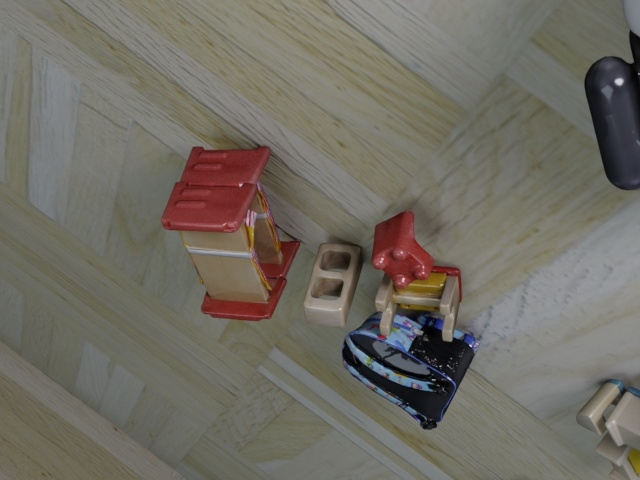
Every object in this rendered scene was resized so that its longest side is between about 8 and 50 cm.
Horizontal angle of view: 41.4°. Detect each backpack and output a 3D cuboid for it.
[{"bbox_3d":[0.123,0.169,1.224,0.173,0.117,0.158,27,147,14],"label":"backpack"}]

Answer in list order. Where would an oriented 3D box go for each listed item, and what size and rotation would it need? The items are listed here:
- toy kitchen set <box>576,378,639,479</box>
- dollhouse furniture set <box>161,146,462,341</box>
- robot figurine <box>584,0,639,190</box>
[{"bbox_3d":[0.452,0.254,1.057,0.166,0.122,0.207,55,164,-28],"label":"toy kitchen set"},{"bbox_3d":[0.000,0.000,1.138,0.374,0.152,0.201,4,138,16],"label":"dollhouse furniture set"},{"bbox_3d":[0.322,-0.120,0.608,0.173,0.209,0.278,18,146,49],"label":"robot figurine"}]
